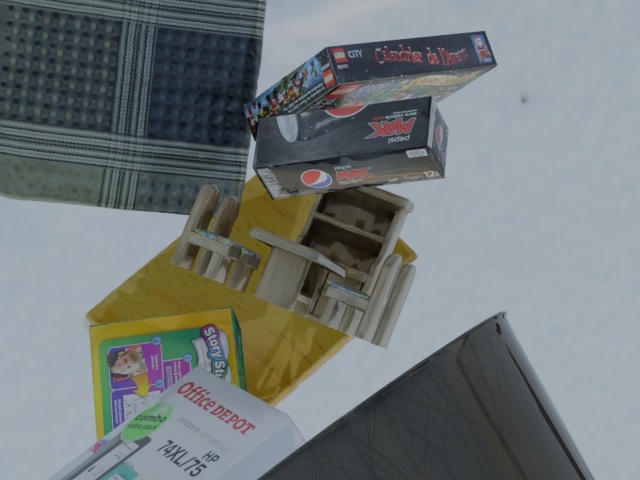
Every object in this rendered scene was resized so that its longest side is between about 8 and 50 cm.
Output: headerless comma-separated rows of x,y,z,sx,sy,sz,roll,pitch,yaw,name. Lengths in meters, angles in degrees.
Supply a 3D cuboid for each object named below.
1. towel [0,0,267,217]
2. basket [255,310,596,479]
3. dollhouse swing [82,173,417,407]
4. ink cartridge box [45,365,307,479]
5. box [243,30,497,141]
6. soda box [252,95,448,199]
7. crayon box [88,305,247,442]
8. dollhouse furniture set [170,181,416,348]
-0.230,-0.189,1.887,0.324,0.056,0.312,7,90,-14,towel
0.064,0.175,0.668,0.227,0.154,0.204,55,132,8,basket
-0.091,0.099,2.173,0.347,0.315,0.305,-40,158,-14,dollhouse swing
-0.121,0.273,1.374,0.270,0.198,0.197,-37,112,-17,ink cartridge box
0.055,-0.167,1.815,0.233,0.044,0.159,-11,168,-39,box
0.027,-0.083,1.508,0.169,0.060,0.053,-6,146,20,soda box
-0.160,0.221,1.850,0.165,0.278,0.081,-8,158,2,crayon box
0.000,0.000,1.747,0.212,0.161,0.242,21,177,15,dollhouse furniture set
